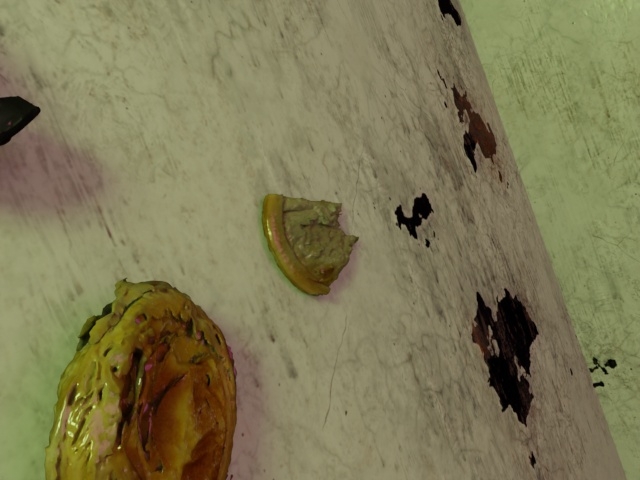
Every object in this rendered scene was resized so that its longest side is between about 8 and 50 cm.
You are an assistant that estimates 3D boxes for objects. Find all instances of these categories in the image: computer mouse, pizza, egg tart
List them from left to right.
[{"bbox_3d":[-0.335,-0.096,0.535,0.172,0.099,0.057,-31,110,-51],"label":"computer mouse"},{"bbox_3d":[-0.186,0.179,0.606,0.297,0.132,0.297,-11,90,-69],"label":"egg tart"},{"bbox_3d":[0.000,0.000,0.997,0.262,0.034,0.181,-12,85,-55],"label":"pizza"}]
